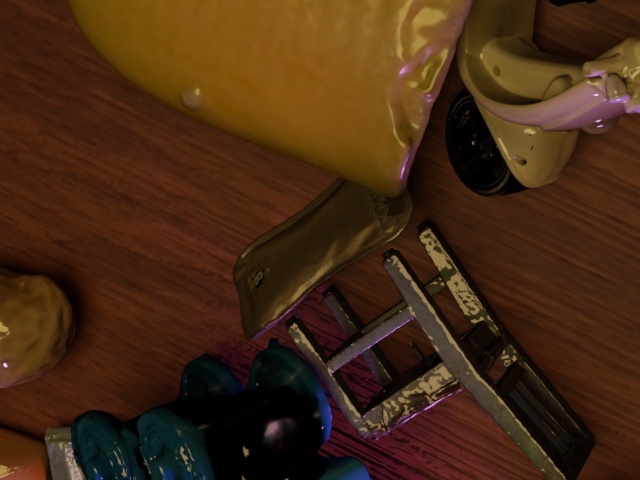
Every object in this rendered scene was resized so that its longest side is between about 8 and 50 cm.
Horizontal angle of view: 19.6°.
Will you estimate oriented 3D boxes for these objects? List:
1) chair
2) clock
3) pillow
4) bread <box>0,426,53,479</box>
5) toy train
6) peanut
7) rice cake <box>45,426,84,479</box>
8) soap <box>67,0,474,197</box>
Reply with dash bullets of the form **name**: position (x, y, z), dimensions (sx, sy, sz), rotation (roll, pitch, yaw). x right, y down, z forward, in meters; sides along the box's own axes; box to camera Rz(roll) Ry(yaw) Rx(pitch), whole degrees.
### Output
- **chair**: position (0.110, 0.136, 1.723), dimensions (0.147, 0.136, 0.270), rotation (-36, 91, 22)
- **clock**: position (0.196, -0.219, 1.582), dimensions (0.276, 0.120, 0.379), rotation (9, 111, 55)
- **pillow**: position (0.000, 0.000, 1.750), dimensions (0.217, 0.130, 0.033), rotation (-37, 129, 23)
- **bread**: position (-0.336, 0.238, 1.927), dimensions (0.115, 0.056, 0.082), rotation (21, 108, 13)
- **toy train**: position (-0.089, 0.248, 1.738), dimensions (0.300, 0.188, 0.265), rotation (-14, 100, 57)
- **peanut**: position (-0.390, 0.112, 1.883), dimensions (0.305, 0.147, 0.147), rotation (-28, 92, 16)
- **rice cake**: position (-0.231, 0.298, 1.915), dimensions (0.085, 0.040, 0.226), rotation (-3, 100, 18)
- **soap**: position (-0.058, -0.237, 1.696), dimensions (0.427, 0.115, 0.306), rotation (29, 122, 17)
